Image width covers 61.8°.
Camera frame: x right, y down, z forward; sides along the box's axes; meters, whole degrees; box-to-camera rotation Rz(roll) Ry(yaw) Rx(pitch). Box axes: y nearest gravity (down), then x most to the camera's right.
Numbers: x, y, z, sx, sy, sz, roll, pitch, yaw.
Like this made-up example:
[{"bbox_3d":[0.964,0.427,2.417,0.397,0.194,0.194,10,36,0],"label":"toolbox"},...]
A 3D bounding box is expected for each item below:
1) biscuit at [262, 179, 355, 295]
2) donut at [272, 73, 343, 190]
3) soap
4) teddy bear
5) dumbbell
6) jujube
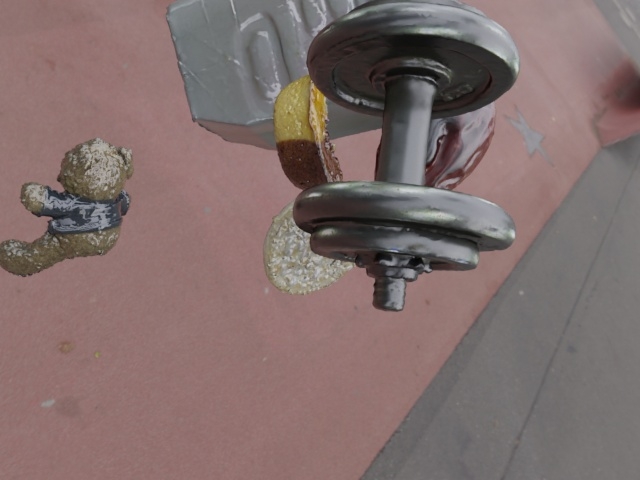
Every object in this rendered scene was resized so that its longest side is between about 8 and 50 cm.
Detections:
[{"bbox_3d":[0.000,0.000,0.601,0.152,0.152,0.020,5,29,-42],"label":"biscuit"},{"bbox_3d":[-0.026,-0.176,0.905,0.141,0.085,0.218,-34,117,-71],"label":"donut"},{"bbox_3d":[-0.064,-0.383,1.130,0.213,0.434,0.351,-1,78,-78],"label":"soap"},{"bbox_3d":[-0.367,-0.036,0.824,0.129,0.251,0.182,39,23,6],"label":"teddy bear"},{"bbox_3d":[0.074,-0.083,0.470,0.192,0.192,0.290,13,80,-39],"label":"dumbbell"},{"bbox_3d":[0.171,-0.148,0.835,0.168,0.168,0.237,31,86,-25],"label":"jujube"}]
